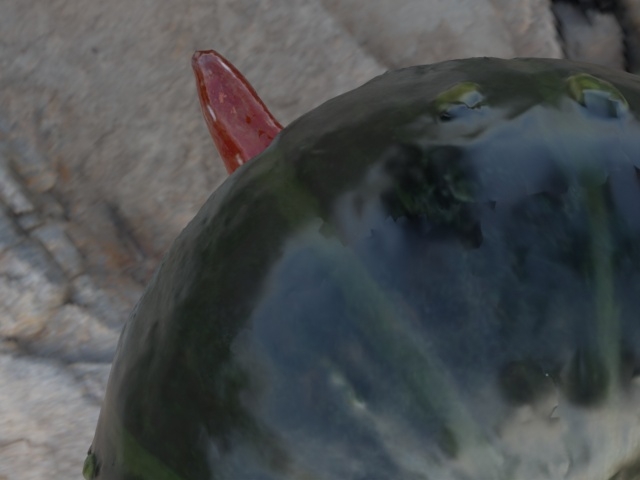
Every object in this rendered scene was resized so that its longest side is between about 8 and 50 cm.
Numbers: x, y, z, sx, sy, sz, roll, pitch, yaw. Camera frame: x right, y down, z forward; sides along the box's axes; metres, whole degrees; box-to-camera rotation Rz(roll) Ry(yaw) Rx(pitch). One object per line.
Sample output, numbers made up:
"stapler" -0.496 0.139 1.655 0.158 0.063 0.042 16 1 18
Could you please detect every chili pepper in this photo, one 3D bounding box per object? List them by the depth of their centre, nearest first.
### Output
"chili pepper" 0.000 0.000 0.992 0.063 0.071 0.272 -28 82 -39

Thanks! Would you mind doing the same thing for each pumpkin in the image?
"pumpkin" 0.062 0.079 0.592 0.300 0.207 0.300 -3 110 -8
